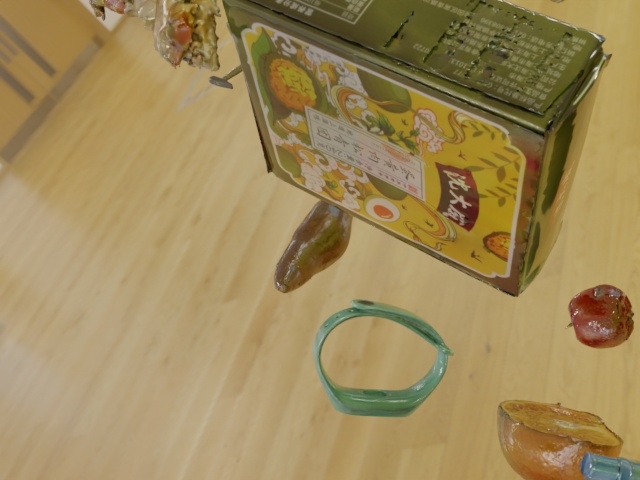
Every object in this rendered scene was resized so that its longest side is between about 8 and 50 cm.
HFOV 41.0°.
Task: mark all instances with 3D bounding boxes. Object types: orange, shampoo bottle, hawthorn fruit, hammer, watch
[{"bbox_3d":[0.522,0.432,1.899,0.274,0.274,0.310,-33,28,21],"label":"orange"},{"bbox_3d":[0.632,0.458,1.641,0.104,0.258,0.061,115,167,-80],"label":"shampoo bottle"},{"bbox_3d":[0.376,0.105,1.158,0.093,0.093,0.093,-34,28,21],"label":"hawthorn fruit"},{"bbox_3d":[-0.115,-0.337,1.579,0.199,0.013,0.062,-40,46,-25],"label":"hammer"},{"bbox_3d":[0.104,0.202,1.448,0.068,0.237,0.195,-132,49,-78],"label":"watch"}]

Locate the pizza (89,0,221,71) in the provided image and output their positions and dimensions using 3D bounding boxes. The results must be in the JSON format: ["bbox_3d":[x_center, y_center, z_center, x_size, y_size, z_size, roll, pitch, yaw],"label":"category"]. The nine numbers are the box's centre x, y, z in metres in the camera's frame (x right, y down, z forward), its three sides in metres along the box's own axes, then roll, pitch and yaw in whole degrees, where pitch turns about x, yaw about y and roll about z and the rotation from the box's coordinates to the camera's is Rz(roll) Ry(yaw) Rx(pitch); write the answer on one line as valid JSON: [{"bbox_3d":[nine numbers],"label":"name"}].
[{"bbox_3d":[-0.223,-0.327,1.071,0.251,0.074,0.287,-12,83,48],"label":"pizza"}]

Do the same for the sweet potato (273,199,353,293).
[{"bbox_3d":[0.001,-0.002,1.672,0.112,0.112,0.359,-17,32,43],"label":"sweet potato"}]

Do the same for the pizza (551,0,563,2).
[{"bbox_3d":[0.406,-0.450,1.252,0.182,0.062,0.161,-59,3,-10],"label":"pizza"}]

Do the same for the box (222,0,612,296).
[{"bbox_3d":[0.104,-0.147,1.044,0.420,0.373,0.138,28,67,21],"label":"box"}]

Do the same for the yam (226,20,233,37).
[{"bbox_3d":[-0.032,-0.407,1.482,0.067,0.071,0.317,14,33,41],"label":"yam"}]
